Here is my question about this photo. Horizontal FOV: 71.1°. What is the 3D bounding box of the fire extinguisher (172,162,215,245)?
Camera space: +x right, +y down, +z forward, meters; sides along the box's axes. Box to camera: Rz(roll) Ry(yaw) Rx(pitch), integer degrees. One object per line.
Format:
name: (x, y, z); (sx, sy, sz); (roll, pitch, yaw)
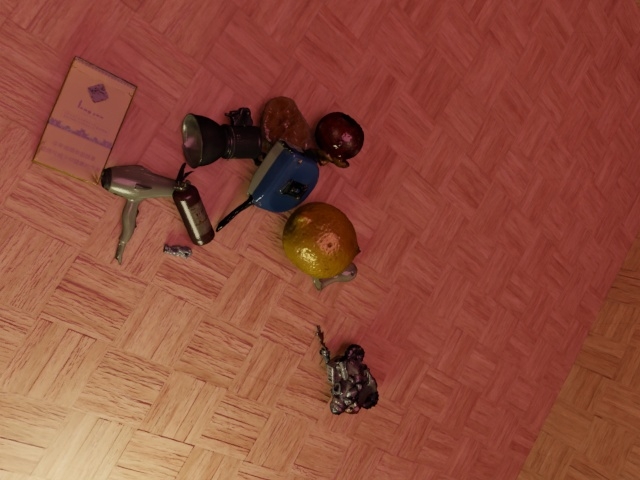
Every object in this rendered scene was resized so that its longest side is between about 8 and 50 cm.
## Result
fire extinguisher: (-0.353, -0.101, 1.239); (0.099, 0.071, 0.231); (-64, 153, -44)

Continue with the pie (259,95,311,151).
pie: (-0.108, -0.335, 1.358); (0.195, 0.046, 0.195); (0, 89, -44)

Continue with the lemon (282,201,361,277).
lemon: (-0.005, -0.006, 1.399); (0.228, 0.228, 0.253); (-47, 118, -13)

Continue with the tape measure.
tape measure: (-0.147, -0.132, 1.347); (0.351, 0.098, 0.215); (-49, 154, 20)

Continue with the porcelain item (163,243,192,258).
porcelain item: (-0.410, 0.030, 1.294); (0.083, 0.028, 0.036); (14, 106, -30)

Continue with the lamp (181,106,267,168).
lamp: (-0.257, -0.288, 1.264); (0.227, 0.147, 0.172); (-10, 107, -35)

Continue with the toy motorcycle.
toy motorcycle: (0.087, 0.478, 1.606); (0.207, 0.134, 0.401); (-29, 114, -28)

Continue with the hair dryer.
hair dryer: (-0.463, -0.083, 1.230); (0.229, 0.092, 0.267); (-15, 121, -32)

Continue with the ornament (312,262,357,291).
ornament: (0.054, 0.117, 1.550); (0.156, 0.081, 0.075); (-21, 143, -21)

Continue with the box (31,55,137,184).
box: (-0.586, -0.295, 1.121); (0.153, 0.041, 0.279); (22, 88, -30)

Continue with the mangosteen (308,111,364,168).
mangosteen: (0.050, -0.311, 1.411); (0.166, 0.166, 0.180); (22, 106, -31)
